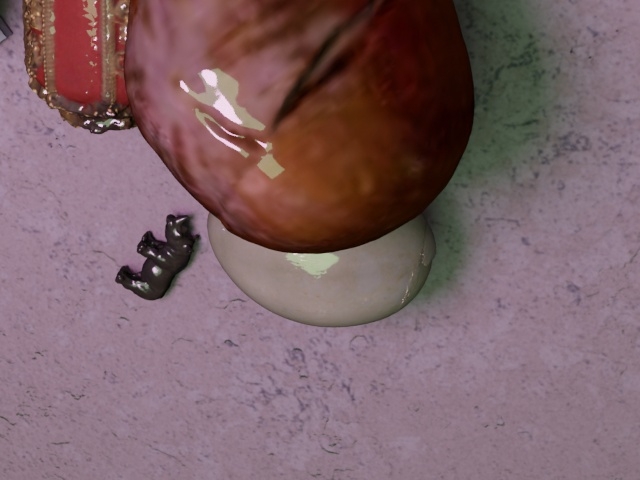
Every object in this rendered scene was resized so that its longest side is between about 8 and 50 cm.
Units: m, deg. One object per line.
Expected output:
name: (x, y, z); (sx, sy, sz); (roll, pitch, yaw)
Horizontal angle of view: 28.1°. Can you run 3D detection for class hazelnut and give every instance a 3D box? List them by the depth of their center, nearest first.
hazelnut: (-0.026, -0.152, 1.192); (0.315, 0.372, 0.372); (-33, 105, 30)

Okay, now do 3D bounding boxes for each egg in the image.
egg: (0.000, 0.000, 1.400); (0.253, 0.186, 0.186); (10, 117, 7)

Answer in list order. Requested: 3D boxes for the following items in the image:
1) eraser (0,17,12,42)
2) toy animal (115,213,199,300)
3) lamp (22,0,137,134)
eraser: (-0.397, -0.230, 1.472); (0.083, 0.019, 0.038); (-27, 105, 22)
toy animal: (-0.190, 0.017, 1.533); (0.065, 0.047, 0.135); (32, 117, -10)
lamp: (-0.225, -0.254, 1.343); (0.177, 0.177, 0.274); (9, 115, 8)
